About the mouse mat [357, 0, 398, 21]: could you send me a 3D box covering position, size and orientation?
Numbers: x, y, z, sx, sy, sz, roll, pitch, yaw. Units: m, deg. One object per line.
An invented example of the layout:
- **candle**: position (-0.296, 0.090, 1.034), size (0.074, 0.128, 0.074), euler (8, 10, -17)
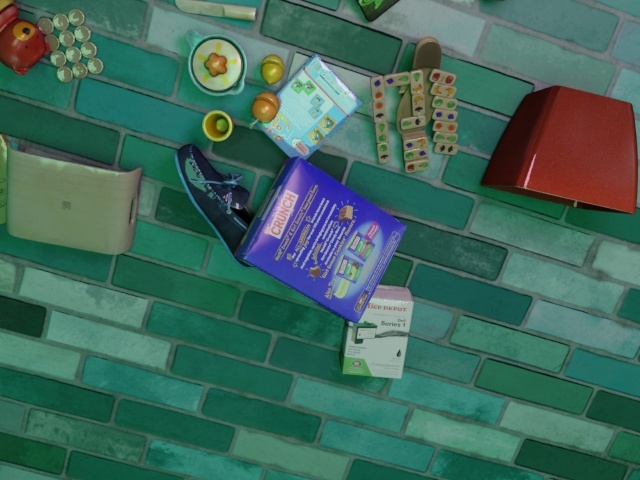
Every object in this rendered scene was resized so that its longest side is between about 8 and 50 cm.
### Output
- **mouse mat**: position (0.150, -0.585, 1.464), size (0.189, 0.007, 0.153), euler (-37, 134, 4)

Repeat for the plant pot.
- **plant pot**: position (0.552, -0.206, 1.523), size (0.267, 0.267, 0.236), euler (13, 95, -5)

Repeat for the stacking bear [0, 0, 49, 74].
- **stacking bear**: position (-0.719, -0.489, 1.441), size (0.289, 0.175, 0.164), euler (45, 139, -20)

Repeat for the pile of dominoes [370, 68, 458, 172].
- **pile of dominoes**: position (0.222, -0.270, 1.543), size (0.195, 0.040, 0.251), euler (-10, 133, 1)

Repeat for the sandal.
- **sandal**: position (0.222, -0.360, 1.544), size (0.088, 0.079, 0.240), euler (1, 132, -9)

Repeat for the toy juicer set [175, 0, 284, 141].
- **toy juicer set**: position (-0.192, -0.399, 1.498), size (0.209, 0.089, 0.329), euler (-12, 100, 8)

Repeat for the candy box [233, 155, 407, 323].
- **candy box**: position (0.000, 0.000, 1.568), size (0.317, 0.122, 0.268), euler (32, 80, -20)

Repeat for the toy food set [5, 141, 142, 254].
- **toy food set**: position (-0.591, -0.101, 1.605), size (0.306, 0.092, 0.220), euler (11, 117, -9)

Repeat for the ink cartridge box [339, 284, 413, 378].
- **ink cartridge box**: position (0.141, 0.229, 1.726), size (0.160, 0.092, 0.220), euler (5, 108, -3)

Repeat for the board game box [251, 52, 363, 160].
- **board game box**: position (-0.031, -0.303, 1.579), size (0.211, 0.039, 0.160), euler (-44, 104, 11)

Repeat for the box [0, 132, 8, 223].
- **box**: position (-0.792, -0.138, 1.621), size (0.164, 0.021, 0.201), euler (-18, 107, 4)

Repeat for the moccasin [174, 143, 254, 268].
- **moccasin**: position (-0.213, -0.094, 1.603), size (0.116, 0.138, 0.342), euler (-23, 121, 17)

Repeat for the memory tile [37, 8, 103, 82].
- **memory tile**: position (-0.567, -0.441, 1.534), size (0.113, 0.012, 0.148), euler (-16, 108, 4)
